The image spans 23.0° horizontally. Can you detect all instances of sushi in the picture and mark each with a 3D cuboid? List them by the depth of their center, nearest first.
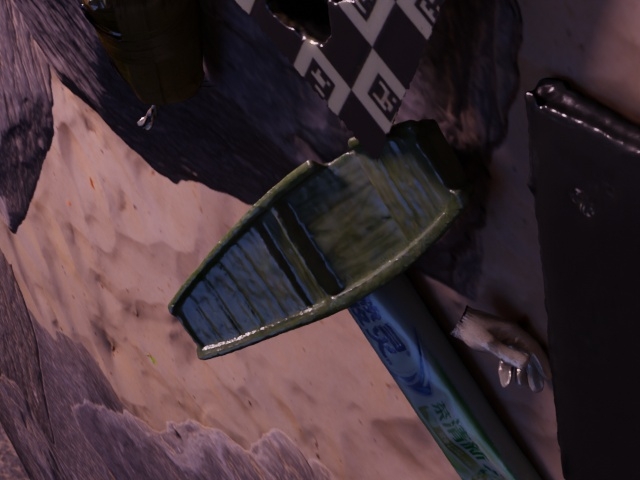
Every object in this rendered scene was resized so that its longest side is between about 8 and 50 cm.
[{"bbox_3d":[0.015,-0.180,0.868,0.192,0.050,0.215,50,150,18],"label":"sushi"}]

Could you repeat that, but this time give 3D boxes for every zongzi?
[{"bbox_3d":[-0.136,-0.200,1.184,0.189,0.081,0.178,76,180,-63],"label":"zongzi"}]

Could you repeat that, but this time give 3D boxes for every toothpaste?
[{"bbox_3d":[0.069,0.080,1.069,0.297,0.048,0.075,56,145,6],"label":"toothpaste"}]

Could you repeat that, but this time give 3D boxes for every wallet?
[{"bbox_3d":[0.171,0.060,0.839,0.146,0.030,0.285,32,143,45],"label":"wallet"}]

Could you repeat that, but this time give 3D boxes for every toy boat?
[{"bbox_3d":[0.000,0.000,1.017,0.293,0.055,0.093,-34,88,47],"label":"toy boat"}]

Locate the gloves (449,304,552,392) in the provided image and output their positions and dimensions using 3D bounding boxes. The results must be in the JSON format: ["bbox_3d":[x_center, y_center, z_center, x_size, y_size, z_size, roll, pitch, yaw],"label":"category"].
[{"bbox_3d":[0.107,0.063,0.965,0.081,0.037,0.044,43,-168,6],"label":"gloves"}]
